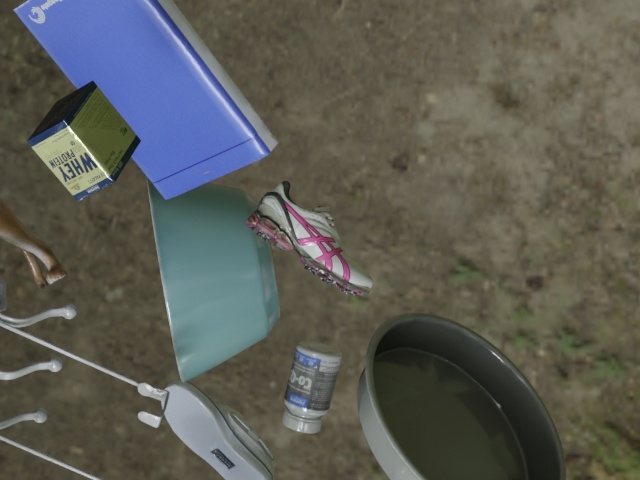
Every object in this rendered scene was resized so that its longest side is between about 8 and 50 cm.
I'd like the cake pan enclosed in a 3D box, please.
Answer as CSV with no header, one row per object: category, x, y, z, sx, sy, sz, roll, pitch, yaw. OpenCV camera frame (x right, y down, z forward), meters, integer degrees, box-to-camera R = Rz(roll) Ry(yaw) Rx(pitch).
cake pan,0.159,0.217,1.558,0.293,0.293,0.054,27,128,-22

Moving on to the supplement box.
supplement box,-0.243,-0.103,1.376,0.056,0.083,0.083,-24,117,30

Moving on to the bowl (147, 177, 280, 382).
bowl,-0.153,0.044,1.972,0.163,0.312,0.312,-9,143,-6

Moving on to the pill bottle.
pill bottle,-0.016,0.240,2.178,0.078,0.078,0.137,13,99,-5

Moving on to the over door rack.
over door rack,-0.362,0.220,1.870,0.324,0.108,0.240,30,128,11

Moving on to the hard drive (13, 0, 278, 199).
hard drive,-0.222,-0.209,1.688,0.210,0.040,0.319,-20,115,42

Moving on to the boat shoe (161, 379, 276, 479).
boat shoe,-0.169,0.320,2.241,0.095,0.084,0.258,-22,115,30

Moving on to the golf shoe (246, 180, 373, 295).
golf shoe,0.000,0.000,1.718,0.186,0.086,0.067,37,173,-10

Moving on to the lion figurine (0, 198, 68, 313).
lion figurine,-0.505,-0.007,1.814,0.142,0.392,0.240,-33,87,9
